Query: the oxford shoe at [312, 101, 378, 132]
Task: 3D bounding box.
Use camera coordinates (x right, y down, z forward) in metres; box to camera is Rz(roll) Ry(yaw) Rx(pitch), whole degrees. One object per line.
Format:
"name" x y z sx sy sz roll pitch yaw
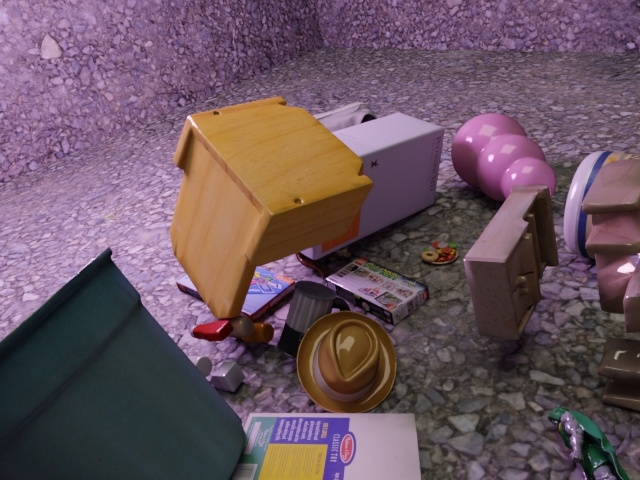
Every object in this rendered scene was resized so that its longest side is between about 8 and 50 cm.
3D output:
"oxford shoe" 0.035 -0.346 1.946 0.449 0.169 0.130 -30 56 -29

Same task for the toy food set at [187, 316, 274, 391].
"toy food set" -0.204 0.219 1.112 0.105 0.111 0.232 -8 29 40

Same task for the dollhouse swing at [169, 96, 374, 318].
"dollhouse swing" -0.122 -0.061 1.186 0.315 0.304 0.347 -20 48 -29

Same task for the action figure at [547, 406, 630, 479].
"action figure" 0.371 0.303 0.767 0.064 0.137 0.232 -24 21 4

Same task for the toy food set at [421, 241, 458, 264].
"toy food set" 0.280 0.029 1.339 0.083 0.020 0.082 3 33 25

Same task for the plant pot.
"plant pot" -0.307 0.244 0.803 0.341 0.334 0.341 -39 14 11

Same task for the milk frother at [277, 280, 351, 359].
"milk frother" -0.026 0.144 1.139 0.129 0.134 0.143 5 19 -38

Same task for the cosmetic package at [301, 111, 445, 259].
"cosmetic package" 0.100 -0.149 1.422 0.453 0.230 0.162 -25 39 -37

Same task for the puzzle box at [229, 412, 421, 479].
"puzzle box" -0.001 0.359 0.734 0.272 0.052 0.409 -2 17 7

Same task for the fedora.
"fedora" 0.051 0.202 1.000 0.195 0.079 0.194 3 59 -5

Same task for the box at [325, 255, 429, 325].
"box" 0.121 0.105 1.252 0.114 0.036 0.207 -31 35 -29

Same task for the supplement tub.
"supplement tub" 0.672 -0.049 1.120 0.316 0.228 0.228 15 40 38

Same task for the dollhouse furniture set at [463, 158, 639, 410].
"dollhouse furniture set" 0.472 0.041 0.908 0.394 0.362 0.256 2 32 38

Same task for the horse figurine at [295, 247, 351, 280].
"horse figurine" 0.000 0.000 1.447 0.175 0.066 0.263 4 31 15

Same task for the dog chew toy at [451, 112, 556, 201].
"dog chew toy" 0.481 -0.195 1.482 0.207 0.206 0.331 -18 38 -9

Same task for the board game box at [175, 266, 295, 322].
"board game box" -0.207 0.107 1.377 0.281 0.027 0.145 16 42 40
